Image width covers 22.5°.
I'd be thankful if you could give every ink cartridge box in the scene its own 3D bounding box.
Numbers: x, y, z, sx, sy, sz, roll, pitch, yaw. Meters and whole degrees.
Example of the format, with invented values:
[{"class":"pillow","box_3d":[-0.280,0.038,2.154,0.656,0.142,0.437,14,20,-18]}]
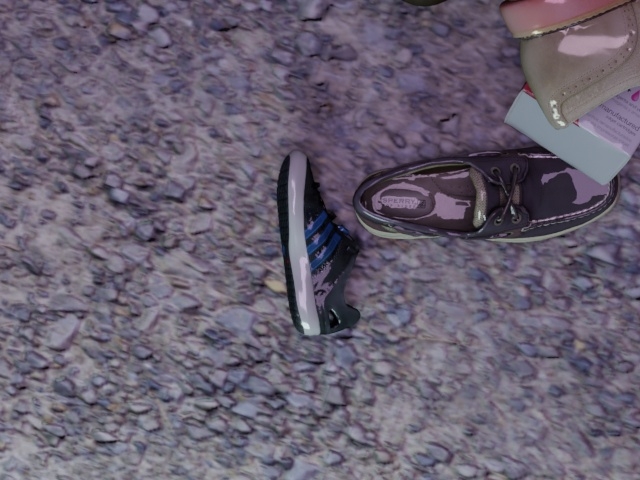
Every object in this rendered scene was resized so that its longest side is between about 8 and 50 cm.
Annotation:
[{"class":"ink cartridge box","box_3d":[0.290,-0.172,1.618,0.128,0.127,0.176,32,79,5]}]

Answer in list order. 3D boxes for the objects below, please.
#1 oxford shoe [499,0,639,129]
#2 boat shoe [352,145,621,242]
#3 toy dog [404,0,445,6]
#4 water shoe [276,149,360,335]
[{"class":"oxford shoe","box_3d":[0.372,-0.218,1.512,0.396,0.140,0.147,-17,101,1]},{"class":"boat shoe","box_3d":[0.172,-0.045,1.691,0.285,0.092,0.103,-2,93,9]},{"class":"toy dog","box_3d":[0.167,-0.397,1.519,0.408,0.395,0.284,-40,97,2]},{"class":"water shoe","box_3d":[0.000,0.000,1.748,0.080,0.073,0.203,-6,99,-11]}]
